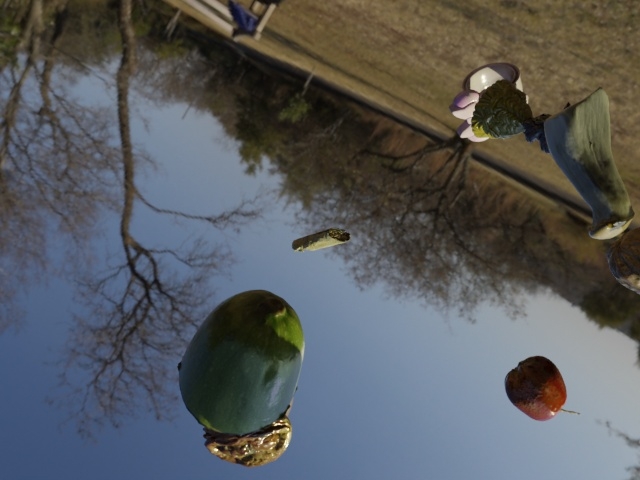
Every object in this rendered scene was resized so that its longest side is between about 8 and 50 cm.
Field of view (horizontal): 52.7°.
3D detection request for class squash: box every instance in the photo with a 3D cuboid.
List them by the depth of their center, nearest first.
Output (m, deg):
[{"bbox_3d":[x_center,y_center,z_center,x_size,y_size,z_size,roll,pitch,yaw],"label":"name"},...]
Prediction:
[{"bbox_3d":[-0.178,0.262,1.528,0.310,0.309,0.310,7,-128,-10],"label":"squash"}]

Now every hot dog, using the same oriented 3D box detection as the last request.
[{"bbox_3d":[-0.209,0.569,1.864,0.196,0.272,0.122,50,-143,-39],"label":"hot dog"}]

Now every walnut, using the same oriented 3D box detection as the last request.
[{"bbox_3d":[0.936,0.064,1.814,0.245,0.198,0.198,30,-169,0],"label":"walnut"}]

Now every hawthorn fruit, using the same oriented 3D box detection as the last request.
[{"bbox_3d":[0.591,0.412,1.714,0.203,0.162,0.163,50,-165,13],"label":"hawthorn fruit"}]

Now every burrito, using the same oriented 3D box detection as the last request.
[{"bbox_3d":[0.000,0.000,1.634,0.055,0.149,0.041,39,-140,-63],"label":"burrito"}]

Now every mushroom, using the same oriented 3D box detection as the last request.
[{"bbox_3d":[0.616,-0.167,1.446,0.122,0.159,0.328,-17,-94,-76],"label":"mushroom"}]

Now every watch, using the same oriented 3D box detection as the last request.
[{"bbox_3d":[0.564,-0.478,2.180,0.217,0.248,0.211,-86,-25,-44],"label":"watch"}]

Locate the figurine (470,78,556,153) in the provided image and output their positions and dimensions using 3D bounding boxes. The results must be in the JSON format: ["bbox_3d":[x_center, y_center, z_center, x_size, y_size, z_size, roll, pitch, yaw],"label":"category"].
[{"bbox_3d":[0.614,-0.338,1.884,0.315,0.187,0.168,40,163,47],"label":"figurine"}]

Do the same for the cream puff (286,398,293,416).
[{"bbox_3d":[-0.164,0.544,2.166,0.115,0.165,0.150,19,168,29],"label":"cream puff"}]
